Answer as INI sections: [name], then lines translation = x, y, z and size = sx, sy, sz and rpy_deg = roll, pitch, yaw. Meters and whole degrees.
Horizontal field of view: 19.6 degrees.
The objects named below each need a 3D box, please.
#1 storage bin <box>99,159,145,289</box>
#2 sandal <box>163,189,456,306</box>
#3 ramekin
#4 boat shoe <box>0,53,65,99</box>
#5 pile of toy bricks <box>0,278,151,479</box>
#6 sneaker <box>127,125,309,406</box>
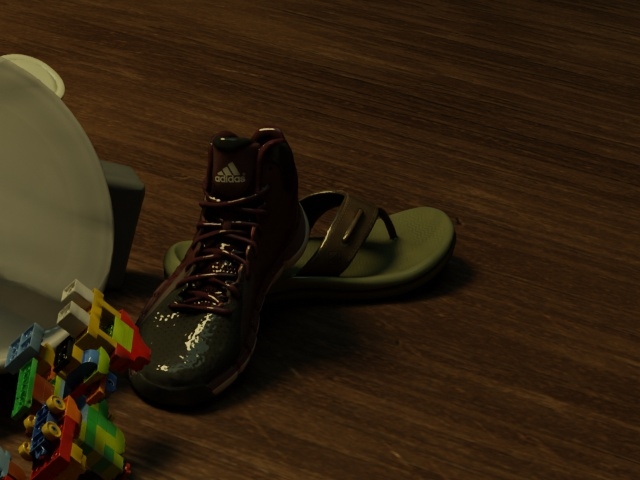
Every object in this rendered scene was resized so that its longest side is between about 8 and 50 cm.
[storage bin]
translation = -0.216, -0.014, 1.691
size = 0.091, 0.135, 0.098
rpy_deg = 6, 20, -24
[sandal]
translation = 0.000, 0.001, 1.750
size = 0.302, 0.086, 0.120
rpy_deg = -7, 26, -29
[ramekin]
translation = -0.311, -0.012, 1.502
size = 0.273, 0.273, 0.127
rpy_deg = -18, -3, -44
[boat shoe]
translation = -0.398, -0.103, 1.918
size = 0.116, 0.099, 0.319
rpy_deg = 45, 41, 15
[pile of toy bricks]
translation = -0.181, 0.139, 1.373
size = 0.105, 0.118, 0.212
rpy_deg = 40, 23, -22
[sneaker]
translation = -0.091, -0.001, 1.571
size = 0.106, 0.163, 0.281
rpy_deg = 10, 40, 14
